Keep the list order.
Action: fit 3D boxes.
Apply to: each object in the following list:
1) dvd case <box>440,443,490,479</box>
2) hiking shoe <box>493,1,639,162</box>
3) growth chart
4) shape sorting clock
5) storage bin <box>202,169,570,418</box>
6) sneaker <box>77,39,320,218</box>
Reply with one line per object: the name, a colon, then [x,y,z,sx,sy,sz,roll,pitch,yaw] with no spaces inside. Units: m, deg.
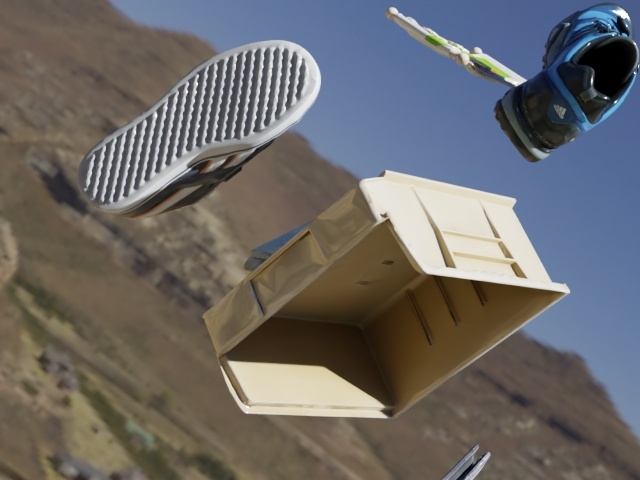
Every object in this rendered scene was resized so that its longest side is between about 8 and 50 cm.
dvd case: [0.035,0.260,1.067,0.018,0.221,0.164,40,37,13]
hiking shoe: [0.314,-0.190,1.600,0.132,0.304,0.113,-25,-73,41]
growth chart: [0.179,-0.231,1.771,0.172,0.021,0.237,39,16,35]
shape sorting clock: [0.000,0.000,1.806,0.206,0.206,0.040,-156,-137,-79]
storage bin: [0.062,0.063,1.446,0.260,0.262,0.123,9,50,-48]
sneaker: [-0.138,-0.134,1.739,0.126,0.321,0.127,64,9,13]
